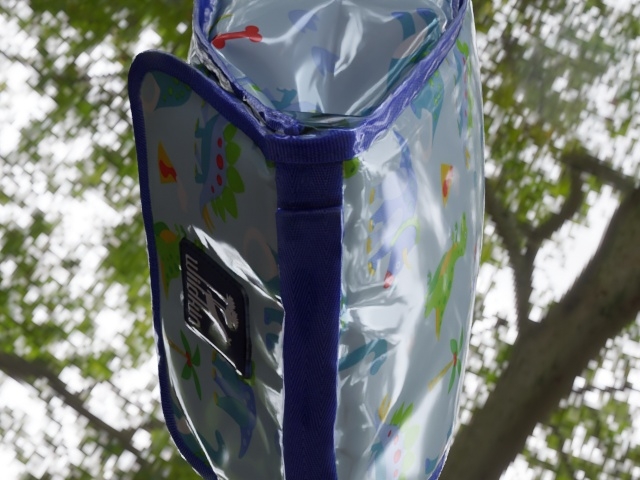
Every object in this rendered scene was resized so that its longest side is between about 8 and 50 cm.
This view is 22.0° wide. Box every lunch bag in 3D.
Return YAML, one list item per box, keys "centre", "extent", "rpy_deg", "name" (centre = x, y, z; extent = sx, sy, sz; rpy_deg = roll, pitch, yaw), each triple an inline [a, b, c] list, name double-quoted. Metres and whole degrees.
- centre: [0.000, 0.000, 0.452]
  extent: [0.096, 0.151, 0.128]
  rpy_deg: [-2, -63, 1]
  name: "lunch bag"
